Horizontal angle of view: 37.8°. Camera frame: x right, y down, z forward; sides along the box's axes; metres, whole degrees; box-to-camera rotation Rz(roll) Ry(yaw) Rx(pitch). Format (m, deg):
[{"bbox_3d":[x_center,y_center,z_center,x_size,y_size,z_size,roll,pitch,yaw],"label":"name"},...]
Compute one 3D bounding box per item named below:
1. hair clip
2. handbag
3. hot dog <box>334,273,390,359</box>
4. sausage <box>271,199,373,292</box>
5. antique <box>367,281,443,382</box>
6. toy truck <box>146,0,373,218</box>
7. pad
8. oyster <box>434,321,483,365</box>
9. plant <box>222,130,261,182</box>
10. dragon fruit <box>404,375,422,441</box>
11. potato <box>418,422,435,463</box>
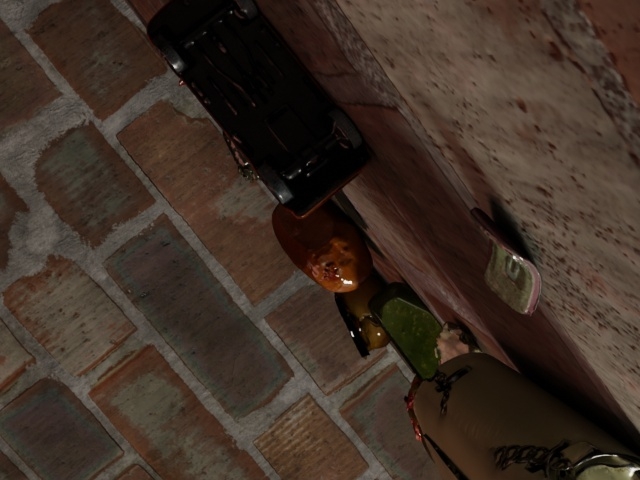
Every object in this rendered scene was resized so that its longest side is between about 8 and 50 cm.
[{"bbox_3d":[0.135,0.016,0.681,0.054,0.022,0.137,49,176,28],"label":"hair clip"},{"bbox_3d":[0.229,0.256,0.926,0.236,0.160,0.358,58,175,-11],"label":"handbag"},{"bbox_3d":[0.093,0.121,1.929,0.326,0.107,0.194,-112,-4,-65],"label":"hot dog"},{"bbox_3d":[0.001,0.002,1.617,0.133,0.133,0.258,54,175,-39],"label":"sausage"},{"bbox_3d":[0.166,0.166,1.527,0.220,0.080,0.081,54,176,-12],"label":"antique"},{"bbox_3d":[-0.064,-0.144,0.960,0.252,0.107,0.114,51,177,3],"label":"toy truck"},{"bbox_3d":[-0.065,-0.147,1.472,0.323,0.055,0.250,33,-174,-25],"label":"pad"},{"bbox_3d":[0.212,0.189,1.297,0.133,0.072,0.209,-122,16,-53],"label":"oyster"},{"bbox_3d":[-0.143,-0.186,1.964,0.143,0.092,0.094,59,166,-24],"label":"plant"},{"bbox_3d":[0.241,0.334,1.746,0.207,0.133,0.150,52,154,42],"label":"dragon fruit"},{"bbox_3d":[0.269,0.356,1.580,0.262,0.165,0.165,47,176,20],"label":"potato"}]
